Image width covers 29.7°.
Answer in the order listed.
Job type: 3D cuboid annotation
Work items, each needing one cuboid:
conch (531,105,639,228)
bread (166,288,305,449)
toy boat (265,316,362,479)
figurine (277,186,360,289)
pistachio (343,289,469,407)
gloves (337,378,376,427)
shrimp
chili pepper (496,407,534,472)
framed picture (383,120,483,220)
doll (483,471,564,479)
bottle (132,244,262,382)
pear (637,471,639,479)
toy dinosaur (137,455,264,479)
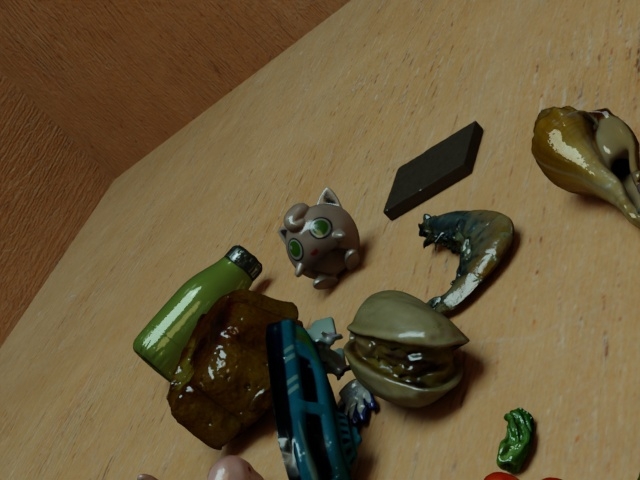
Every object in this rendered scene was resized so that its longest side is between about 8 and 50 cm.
[{"bbox_3d":[0.338,-0.085,1.459,0.109,0.093,0.330,-27,39,-1],"label":"conch"},{"bbox_3d":[-0.127,0.192,1.758,0.232,0.135,0.246,-52,17,21],"label":"bread"},{"bbox_3d":[0.003,0.208,1.443,0.092,0.134,0.299,-18,34,3],"label":"toy boat"},{"bbox_3d":[0.000,0.000,1.913,0.125,0.138,0.125,-24,-25,-12],"label":"figurine"},{"bbox_3d":[0.104,0.130,1.440,0.131,0.129,0.206,-3,10,-23],"label":"pistachio"},{"bbox_3d":[0.042,0.213,1.524,0.064,0.026,0.086,-42,24,10],"label":"gloves"},{"bbox_3d":[0.152,0.034,1.634,0.198,0.051,0.262,-49,22,-11],"label":"shrimp"},{"bbox_3d":[0.197,0.198,1.217,0.091,0.030,0.034,-67,3,-53],"label":"chili pepper"},{"bbox_3d":[0.180,-0.111,1.929,0.168,0.023,0.128,-31,23,35],"label":"framed picture"},{"bbox_3d":[0.099,0.337,1.003,0.336,0.105,0.200,-52,20,-23],"label":"doll"},{"bbox_3d":[-0.207,0.122,2.111,0.260,0.112,0.112,-49,19,-14],"label":"bottle"},{"bbox_3d":[0.335,0.149,0.805,0.282,0.176,0.286,-27,24,47],"label":"pear"},{"bbox_3d":[-0.148,0.332,1.482,0.152,0.194,0.177,-36,40,49],"label":"toy dinosaur"}]
